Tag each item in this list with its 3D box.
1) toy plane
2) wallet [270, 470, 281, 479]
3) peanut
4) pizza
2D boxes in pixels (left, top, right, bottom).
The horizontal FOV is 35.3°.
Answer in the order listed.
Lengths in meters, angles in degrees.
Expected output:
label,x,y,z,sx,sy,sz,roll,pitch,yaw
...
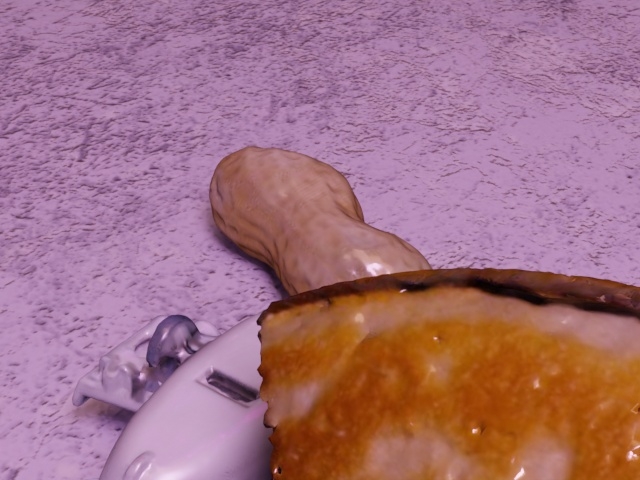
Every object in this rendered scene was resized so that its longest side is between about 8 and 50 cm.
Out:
label,x,y,z,sx,sy,sz,roll,pitch,yaw
toy plane,-0.064,0.140,0.685,0.267,0.122,0.266,-1,38,1
wallet,0.034,0.253,0.552,0.250,0.044,0.149,39,58,3
peanut,0.000,0.000,0.872,0.117,0.101,0.263,-36,52,-12
pizza,0.108,0.216,0.447,0.440,0.130,0.405,11,78,38
